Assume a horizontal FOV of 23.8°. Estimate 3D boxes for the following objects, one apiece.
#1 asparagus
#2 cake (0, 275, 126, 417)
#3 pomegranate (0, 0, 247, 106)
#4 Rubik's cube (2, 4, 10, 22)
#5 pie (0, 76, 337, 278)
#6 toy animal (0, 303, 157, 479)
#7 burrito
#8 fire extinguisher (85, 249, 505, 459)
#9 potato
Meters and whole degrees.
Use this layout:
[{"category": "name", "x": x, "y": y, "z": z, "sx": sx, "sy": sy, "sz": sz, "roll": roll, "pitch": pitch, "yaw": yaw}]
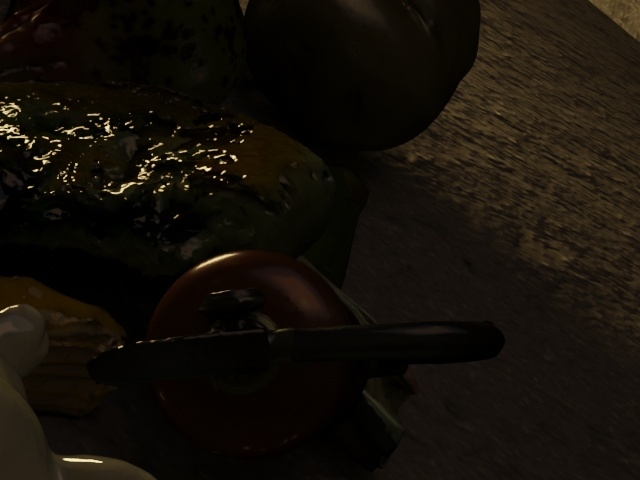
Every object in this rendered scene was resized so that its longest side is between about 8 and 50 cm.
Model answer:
[{"category": "asparagus", "x": 0.001, "y": -0.002, "z": 1.350, "sx": 0.067, "sy": 0.060, "sz": 0.277, "roll": 41, "pitch": 21, "yaw": -13}, {"category": "cake", "x": -0.201, "y": 0.066, "z": 0.908, "sx": 0.185, "sy": 0.079, "sz": 0.116, "roll": 32, "pitch": 19, "yaw": -18}, {"category": "pomegranate", "x": -0.191, "y": -0.167, "z": 1.267, "sx": 0.248, "sy": 0.214, "sz": 0.214, "roll": -24, "pitch": 59, "yaw": -38}, {"category": "Rubik's cube", "x": -0.210, "y": -0.205, "z": 1.496, "sx": 0.178, "sy": 0.211, "sz": 0.190, "roll": 50, "pitch": 51, "yaw": -18}, {"category": "pie", "x": -0.176, "y": -0.051, "z": 1.062, "sx": 0.371, "sy": 0.078, "sz": 0.296, "roll": 2, "pitch": 19, "yaw": -13}, {"category": "toy animal", "x": -0.166, "y": 0.151, "z": 0.663, "sx": 0.249, "sy": 0.174, "sz": 0.289, "roll": 29, "pitch": 18, "yaw": -47}, {"category": "burrito", "x": -0.036, "y": 0.047, "z": 1.155, "sx": 0.066, "sy": 0.096, "sz": 0.309, "roll": -12, "pitch": 50, "yaw": -49}, {"category": "fire extinguisher", "x": -0.005, "y": 0.057, "z": 0.898, "sx": 0.376, "sy": 0.200, "sz": 0.113, "roll": 44, "pitch": 22, "yaw": -83}, {"category": "potato", "x": 0.044, "y": -0.227, "z": 1.657, "sx": 0.243, "sy": 0.221, "sz": 0.326, "roll": 26, "pitch": 32, "yaw": 5}]
